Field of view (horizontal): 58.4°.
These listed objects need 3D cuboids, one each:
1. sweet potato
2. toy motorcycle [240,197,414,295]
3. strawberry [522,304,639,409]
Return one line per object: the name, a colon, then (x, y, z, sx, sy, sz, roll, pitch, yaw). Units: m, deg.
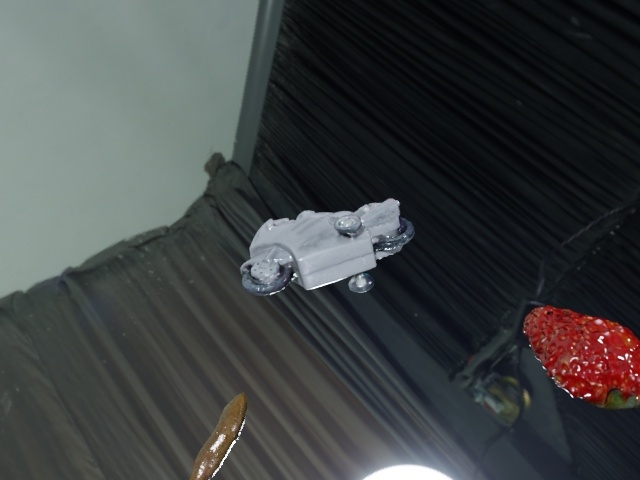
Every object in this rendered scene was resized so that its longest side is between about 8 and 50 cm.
sweet potato: (-0.194, 0.390, 1.106, 0.065, 0.051, 0.218, -42, -165, 53)
toy motorcycle: (0.000, 0.000, 0.852, 0.260, 0.171, 0.110, -20, 122, -9)
strawberry: (0.449, 0.168, 0.957, 0.190, 0.236, 0.111, 0, 121, -28)
